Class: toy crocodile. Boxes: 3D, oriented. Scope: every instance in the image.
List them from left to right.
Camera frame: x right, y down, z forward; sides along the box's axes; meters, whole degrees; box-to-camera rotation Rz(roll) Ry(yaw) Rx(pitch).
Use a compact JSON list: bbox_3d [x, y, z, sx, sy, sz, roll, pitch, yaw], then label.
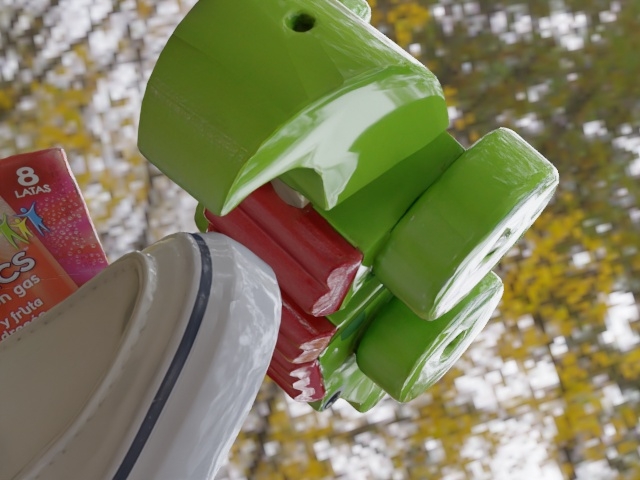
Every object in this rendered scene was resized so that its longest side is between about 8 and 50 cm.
[{"bbox_3d":[0.000,0.000,0.696,0.115,0.105,0.340,43,-14,11],"label":"toy crocodile"}]

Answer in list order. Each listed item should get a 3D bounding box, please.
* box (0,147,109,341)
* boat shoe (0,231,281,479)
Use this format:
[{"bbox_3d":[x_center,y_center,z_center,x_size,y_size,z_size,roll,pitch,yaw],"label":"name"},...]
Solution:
[{"bbox_3d":[-0.152,0.097,0.909,0.257,0.123,0.128,91,-21,-46],"label":"box"},{"bbox_3d":[-0.105,0.077,0.476,0.226,0.076,0.083,-49,-152,14],"label":"boat shoe"}]
